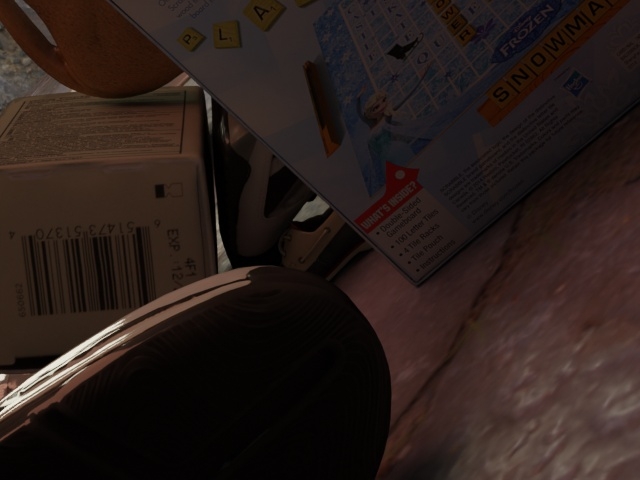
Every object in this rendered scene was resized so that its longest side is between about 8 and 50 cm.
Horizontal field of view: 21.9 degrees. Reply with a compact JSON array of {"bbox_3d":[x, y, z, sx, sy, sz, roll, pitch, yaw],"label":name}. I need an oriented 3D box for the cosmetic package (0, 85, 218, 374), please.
[{"bbox_3d":[-0.145,-0.018,1.105,0.153,0.129,0.296,-5,14,-2],"label":"cosmetic package"}]

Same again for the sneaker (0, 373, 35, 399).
[{"bbox_3d":[-0.206,0.131,1.107,0.281,0.105,0.115,-50,16,-22],"label":"sneaker"}]

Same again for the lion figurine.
[{"bbox_3d":[-0.070,-0.185,1.145,0.392,0.240,0.142,-18,14,14],"label":"lion figurine"}]

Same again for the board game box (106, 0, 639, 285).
[{"bbox_3d":[0.060,-0.182,0.835,0.319,0.318,0.066,-40,27,14],"label":"board game box"}]

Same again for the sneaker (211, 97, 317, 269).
[{"bbox_3d":[0.004,-0.088,1.040,0.330,0.146,0.122,100,165,-52],"label":"sneaker"}]

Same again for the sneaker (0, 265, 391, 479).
[{"bbox_3d":[-0.166,0.127,0.821,0.447,0.169,0.257,-43,29,14],"label":"sneaker"}]

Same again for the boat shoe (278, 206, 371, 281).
[{"bbox_3d":[0.000,0.000,1.037,0.137,0.043,0.049,-39,17,22],"label":"boat shoe"}]

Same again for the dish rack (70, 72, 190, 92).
[{"bbox_3d":[-0.127,-0.227,1.587,0.285,0.072,0.333,-51,14,-19],"label":"dish rack"}]
